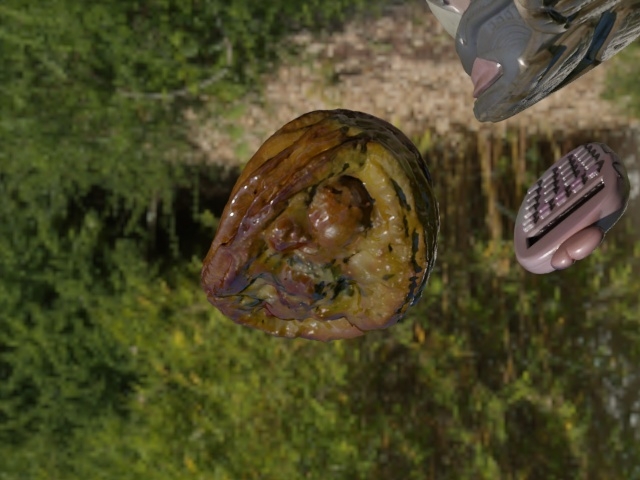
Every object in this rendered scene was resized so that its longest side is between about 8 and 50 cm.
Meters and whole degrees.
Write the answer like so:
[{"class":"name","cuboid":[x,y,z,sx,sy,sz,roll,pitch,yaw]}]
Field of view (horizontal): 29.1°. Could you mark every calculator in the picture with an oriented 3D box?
[{"class":"calculator","cuboid":[0.189,-0.023,0.931,0.103,0.024,0.166,-41,-164,22]}]

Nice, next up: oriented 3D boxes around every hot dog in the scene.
[{"class":"hot dog","cuboid":[0.000,0.000,1.076,0.196,0.122,0.272,8,151,-12]}]

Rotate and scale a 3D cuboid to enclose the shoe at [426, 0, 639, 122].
[{"class":"shoe","cuboid":[0.067,-0.108,0.363,0.089,0.092,0.180,-30,168,-8]}]
